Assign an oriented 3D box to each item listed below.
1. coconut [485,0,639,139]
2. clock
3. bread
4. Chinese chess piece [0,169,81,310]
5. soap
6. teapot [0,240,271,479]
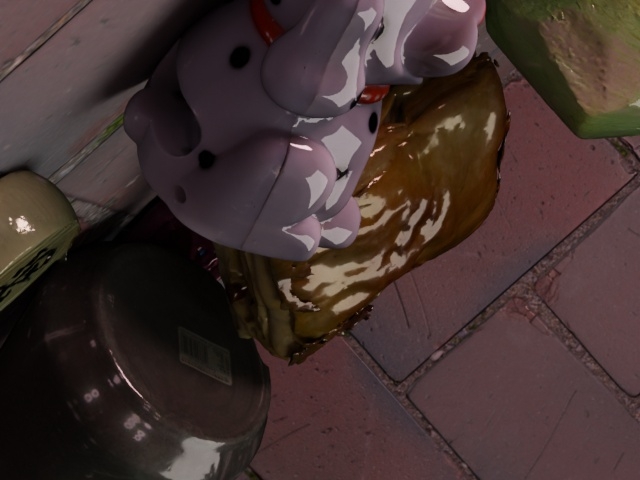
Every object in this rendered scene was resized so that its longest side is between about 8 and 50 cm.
[{"bbox_3d":[0.338,-0.248,1.867,0.328,0.328,0.281,-41,174,-5],"label":"coconut"},{"bbox_3d":[-0.001,-0.134,1.189,0.189,0.189,0.254,-36,166,-51],"label":"clock"},{"bbox_3d":[0.048,-0.064,1.592,0.324,0.167,0.277,-48,150,-26],"label":"bread"},{"bbox_3d":[-0.230,0.015,1.228,0.144,0.058,0.144,-42,176,-3],"label":"Chinese chess piece"},{"bbox_3d":[-0.121,-0.001,1.803,0.250,0.099,0.162,-43,176,27],"label":"soap"},{"bbox_3d":[-0.220,0.175,1.701,0.344,0.253,0.300,-36,153,32],"label":"teapot"}]
